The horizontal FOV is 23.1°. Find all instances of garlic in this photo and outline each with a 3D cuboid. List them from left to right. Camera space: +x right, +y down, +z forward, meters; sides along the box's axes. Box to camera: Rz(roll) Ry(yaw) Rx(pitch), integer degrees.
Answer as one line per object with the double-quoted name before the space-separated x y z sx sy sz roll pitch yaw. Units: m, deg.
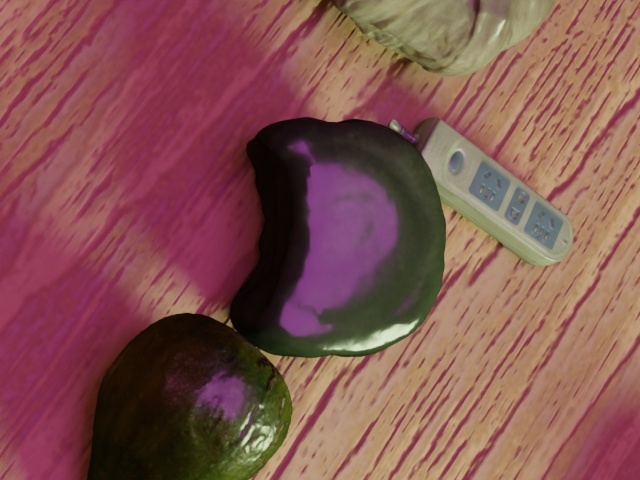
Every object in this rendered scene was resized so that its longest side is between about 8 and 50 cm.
"garlic" 0.107 -0.233 1.116 0.218 0.212 0.219 3 82 -22

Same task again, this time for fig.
"fig" -0.100 0.126 1.024 0.156 0.123 0.123 -45 107 -12

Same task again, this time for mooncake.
"mooncake" 0.000 0.000 1.095 0.168 0.104 0.175 43 69 -22

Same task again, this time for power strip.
"power strip" 0.124 -0.039 1.207 0.191 0.030 0.047 34 69 -22
